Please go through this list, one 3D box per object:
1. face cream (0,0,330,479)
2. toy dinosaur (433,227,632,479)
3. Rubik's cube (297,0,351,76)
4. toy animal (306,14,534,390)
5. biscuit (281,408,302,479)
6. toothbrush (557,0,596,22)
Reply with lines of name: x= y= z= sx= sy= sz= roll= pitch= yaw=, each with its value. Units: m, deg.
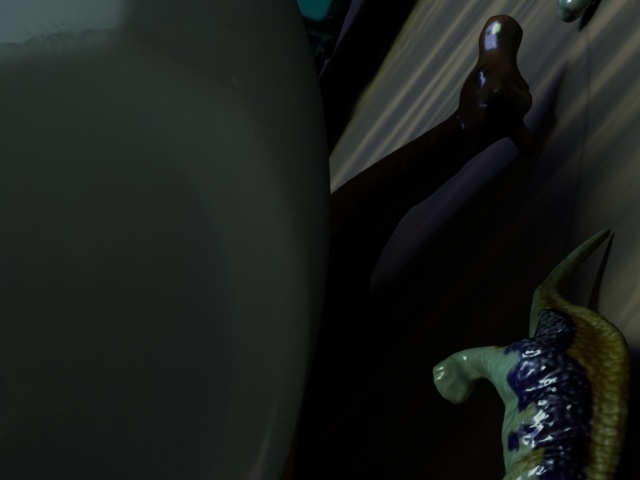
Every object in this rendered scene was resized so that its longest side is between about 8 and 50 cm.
face cream: x=-0.135 y=-0.004 z=0.583 sx=0.312 sy=0.219 sz=0.357 roll=-60 pitch=23 yaw=7
toy dinosaur: x=0.050 y=0.044 z=0.406 sx=0.058 sy=0.037 sz=0.180 roll=-33 pitch=26 yaw=18
Rubik's cube: x=-0.140 y=-0.149 z=1.137 sx=0.293 sy=0.283 sz=0.288 roll=-97 pitch=28 yaw=-77
toy animal: x=0.000 y=0.000 z=0.709 sx=0.224 sy=0.066 sz=0.229 roll=-65 pitch=21 yaw=9
biscuit: x=-0.056 y=0.113 z=0.613 sx=0.160 sy=0.030 sz=0.249 roll=-38 pitch=34 yaw=43
toothbrush: x=0.123 y=-0.163 z=0.677 sx=0.017 sy=0.022 sz=0.204 roll=-51 pitch=17 yaw=61
